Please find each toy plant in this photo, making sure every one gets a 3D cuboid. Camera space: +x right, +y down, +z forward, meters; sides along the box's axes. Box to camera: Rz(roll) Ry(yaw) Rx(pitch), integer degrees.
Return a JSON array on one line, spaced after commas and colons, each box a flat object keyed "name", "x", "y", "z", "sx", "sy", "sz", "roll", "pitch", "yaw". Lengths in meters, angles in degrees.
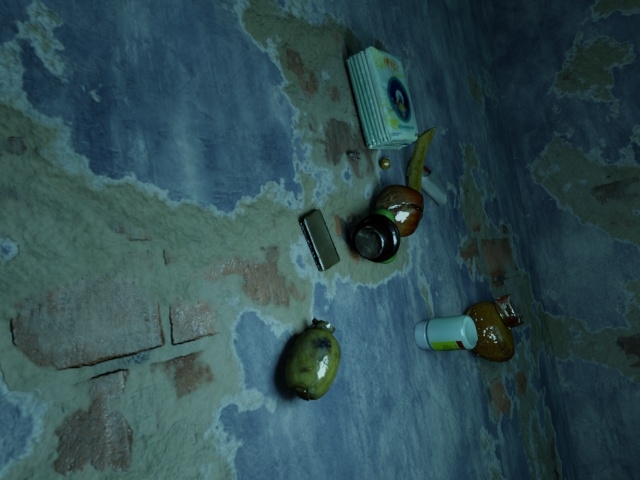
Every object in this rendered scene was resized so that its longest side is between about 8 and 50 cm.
[{"name": "toy plant", "x": 0.219, "y": -0.005, "z": 1.745, "sx": 0.235, "sy": 0.175, "sz": 0.218, "roll": -23, "pitch": 115, "yaw": -61}]

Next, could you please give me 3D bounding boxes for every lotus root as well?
[{"name": "lotus root", "x": -0.013, "y": 0.338, "z": 1.388, "sx": 0.154, "sy": 0.154, "sz": 0.278, "roll": 51, "pitch": 41, "yaw": -27}]

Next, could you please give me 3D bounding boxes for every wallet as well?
[{"name": "wallet", "x": 0.000, "y": 0.000, "z": 1.585, "sx": 0.110, "sy": 0.031, "sz": 0.198, "roll": -32, "pitch": 104, "yaw": -49}]

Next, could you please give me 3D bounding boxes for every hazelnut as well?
[{"name": "hazelnut", "x": 0.318, "y": -0.121, "z": 1.885, "sx": 0.181, "sy": 0.181, "sz": 0.212, "roll": 26, "pitch": 68, "yaw": -65}]

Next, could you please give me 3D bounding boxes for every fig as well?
[{"name": "fig", "x": 0.280, "y": -0.339, "z": 2.006, "sx": 0.050, "sy": 0.050, "sz": 0.083, "roll": 48, "pitch": 37, "yaw": -29}]

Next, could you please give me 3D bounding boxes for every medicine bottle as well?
[{"name": "medicine bottle", "x": 0.515, "y": 0.385, "z": 1.926, "sx": 0.139, "sy": 0.225, "sz": 0.139, "roll": 18, "pitch": 66, "yaw": -46}]

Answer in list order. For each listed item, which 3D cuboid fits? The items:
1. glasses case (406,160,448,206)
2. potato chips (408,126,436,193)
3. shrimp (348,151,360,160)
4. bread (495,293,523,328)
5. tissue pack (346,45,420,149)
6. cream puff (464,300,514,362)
[{"name": "glasses case", "x": 0.532, "y": -0.285, "z": 2.256, "sx": 0.308, "sy": 0.083, "sz": 0.128, "roll": 31, "pitch": 57, "yaw": -41}, {"name": "potato chips", "x": 0.438, "y": -0.309, "z": 2.080, "sx": 0.057, "sy": 0.080, "sz": 0.407, "roll": -28, "pitch": 132, "yaw": -43}, {"name": "shrimp", "x": 0.139, "y": -0.332, "z": 1.850, "sx": 0.092, "sy": 0.029, "sz": 0.038, "roll": -19, "pitch": 93, "yaw": -54}, {"name": "bread", "x": 0.897, "y": 0.334, "z": 2.213, "sx": 0.160, "sy": 0.073, "sz": 0.161, "roll": 35, "pitch": 38, "yaw": -34}, {"name": "tissue pack", "x": 0.271, "y": -0.590, "z": 1.981, "sx": 0.287, "sy": 0.162, "sz": 0.388, "roll": -14, "pitch": 90, "yaw": -54}, {"name": "cream puff", "x": 0.810, "y": 0.445, "z": 2.273, "sx": 0.303, "sy": 0.212, "sz": 0.303, "roll": 30, "pitch": 48, "yaw": -40}]
